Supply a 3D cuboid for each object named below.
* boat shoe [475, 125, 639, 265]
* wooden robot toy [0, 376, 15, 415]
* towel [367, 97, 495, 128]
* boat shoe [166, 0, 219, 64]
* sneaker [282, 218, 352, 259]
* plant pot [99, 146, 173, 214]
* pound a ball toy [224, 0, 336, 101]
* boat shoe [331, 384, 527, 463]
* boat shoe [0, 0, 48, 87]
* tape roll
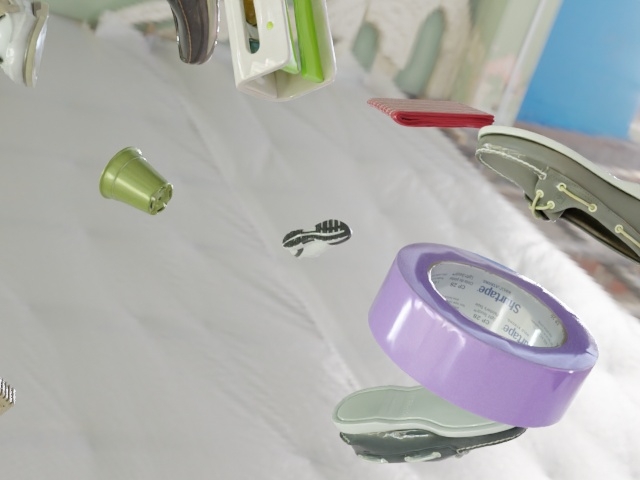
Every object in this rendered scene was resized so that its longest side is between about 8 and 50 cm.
[{"bbox_3d":[0.349,-0.064,1.705,0.305,0.091,0.109,26,168,2],"label":"boat shoe"},{"bbox_3d":[-0.326,0.083,1.103,0.173,0.079,0.076,54,-173,-14],"label":"wooden robot toy"},{"bbox_3d":[0.210,-0.249,2.378,0.199,0.031,0.275,2,-168,-9],"label":"towel"},{"bbox_3d":[-0.257,-0.463,2.011,0.130,0.355,0.132,-13,-165,-18],"label":"boat shoe"},{"bbox_3d":[0.000,0.000,1.783,0.109,0.043,0.040,-11,-132,28],"label":"sneaker"},{"bbox_3d":[-0.248,-0.075,1.682,0.079,0.083,0.083,33,-155,22],"label":"plant pot"},{"bbox_3d":[-0.107,-0.378,1.754,0.136,0.319,0.208,-18,164,32],"label":"pound a ball toy"},{"bbox_3d":[0.161,0.252,1.666,0.303,0.091,0.114,-4,-146,39],"label":"boat shoe"},{"bbox_3d":[-0.474,-0.308,1.852,0.103,0.113,0.302,11,-164,-16],"label":"boat shoe"},{"bbox_3d":[0.200,0.111,1.502,0.275,0.090,0.275,21,-158,-9],"label":"tape roll"}]
